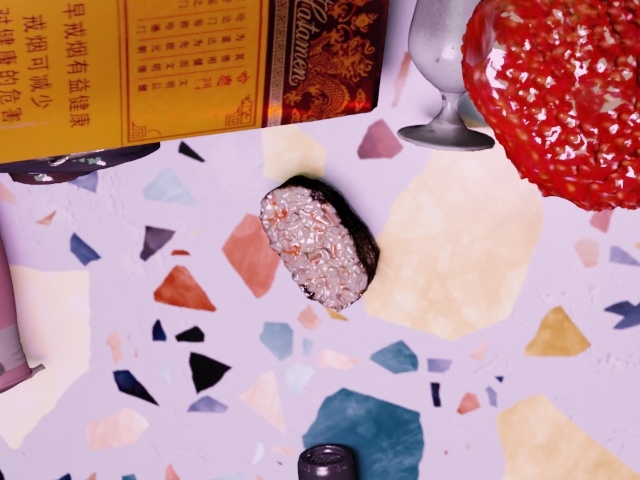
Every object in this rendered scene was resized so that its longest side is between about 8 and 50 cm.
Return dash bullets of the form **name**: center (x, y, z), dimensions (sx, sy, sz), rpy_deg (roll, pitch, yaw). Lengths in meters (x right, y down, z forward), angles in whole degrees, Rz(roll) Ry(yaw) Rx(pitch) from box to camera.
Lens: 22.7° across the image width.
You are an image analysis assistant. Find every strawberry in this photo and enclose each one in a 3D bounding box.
- **strawberry**: center (0.266, -0.149, 1.488), dimensions (0.261, 0.257, 0.261), rpy_deg (3, 100, 17)

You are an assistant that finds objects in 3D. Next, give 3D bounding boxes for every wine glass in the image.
- **wine glass**: center (0.138, -0.211, 1.583), dimensions (0.103, 0.103, 0.231), rpy_deg (11, 109, 15)

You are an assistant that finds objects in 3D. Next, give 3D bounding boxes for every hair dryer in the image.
- **hair dryer**: center (0.099, 0.295, 1.801), dimensions (0.255, 0.070, 0.128), rpy_deg (-3, 106, 12)

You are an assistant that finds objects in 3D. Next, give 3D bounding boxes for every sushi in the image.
- **sushi**: center (0.000, 0.000, 1.715), dimensions (0.090, 0.078, 0.150), rpy_deg (-31, 95, 25)

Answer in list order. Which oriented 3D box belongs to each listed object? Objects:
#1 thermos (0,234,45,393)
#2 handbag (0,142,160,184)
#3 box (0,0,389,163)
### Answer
- **thermos**: center (-0.420, 0.053, 1.835), dimensions (0.146, 0.176, 0.265), rpy_deg (-22, 96, -9)
- **handbag**: center (-0.303, -0.150, 1.712), dimensions (0.254, 0.181, 0.181), rpy_deg (-1, 105, 22)
- **box**: center (-0.139, -0.220, 1.509), dimensions (0.415, 0.116, 0.264), rpy_deg (-10, 138, -13)
